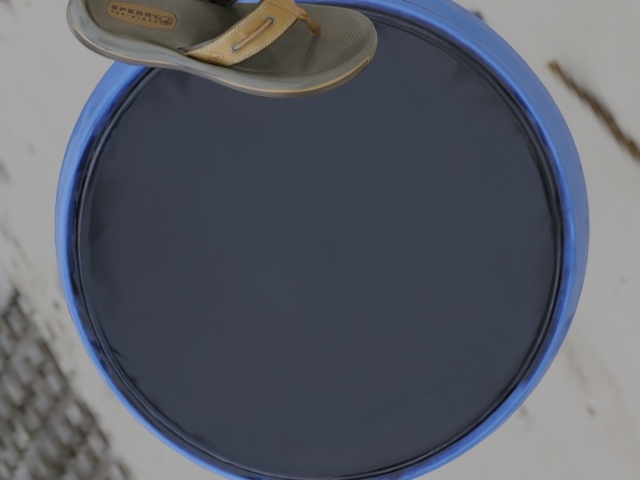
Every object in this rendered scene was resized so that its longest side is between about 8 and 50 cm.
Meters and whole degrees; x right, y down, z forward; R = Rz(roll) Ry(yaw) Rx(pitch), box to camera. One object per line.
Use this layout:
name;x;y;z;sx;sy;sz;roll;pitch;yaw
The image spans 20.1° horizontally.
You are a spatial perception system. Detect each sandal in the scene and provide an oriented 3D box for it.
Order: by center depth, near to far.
sandal;-0.053;-0.126;1.030;0.049;0.180;0.072;111;164;-48

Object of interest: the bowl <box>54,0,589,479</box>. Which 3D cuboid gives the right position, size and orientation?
bowl;0.000;0.000;1.302;0.077;0.391;0.391;-79;-36;-79
